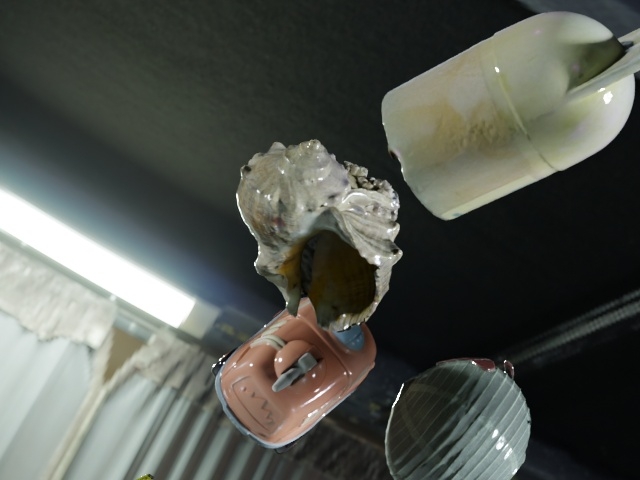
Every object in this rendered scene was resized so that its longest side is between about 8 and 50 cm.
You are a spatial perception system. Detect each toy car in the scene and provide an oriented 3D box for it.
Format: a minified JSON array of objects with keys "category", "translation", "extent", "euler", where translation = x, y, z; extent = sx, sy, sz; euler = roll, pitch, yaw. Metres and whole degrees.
[{"category":"toy car","translation":[-0.026,0.193,1.804],"extent":[0.180,0.270,0.212],"euler":[51,-33,3]}]

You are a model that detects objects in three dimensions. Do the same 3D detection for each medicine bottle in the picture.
[{"category":"medicine bottle","translation":[0.323,-0.214,1.774],"extent":[0.406,0.236,0.236],"euler":[-25,-51,25]}]

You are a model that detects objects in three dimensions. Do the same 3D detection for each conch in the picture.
[{"category":"conch","translation":[0.000,0.000,1.176],"extent":[0.178,0.163,0.245],"euler":[55,-31,37]}]

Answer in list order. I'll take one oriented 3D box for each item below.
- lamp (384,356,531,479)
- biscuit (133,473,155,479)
[{"category":"lamp","translation":[0.222,0.311,1.890],"extent":[0.233,0.233,0.265],"euler":[38,-73,-14]},{"category":"biscuit","translation":[-0.141,0.336,1.311],"extent":[0.292,0.048,0.026],"euler":[25,-63,46]}]
